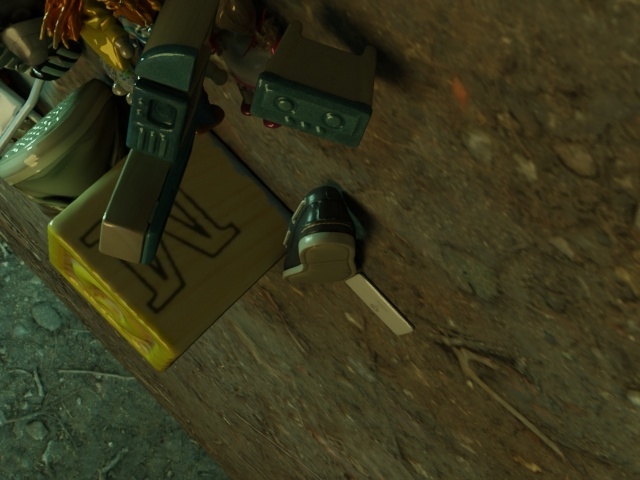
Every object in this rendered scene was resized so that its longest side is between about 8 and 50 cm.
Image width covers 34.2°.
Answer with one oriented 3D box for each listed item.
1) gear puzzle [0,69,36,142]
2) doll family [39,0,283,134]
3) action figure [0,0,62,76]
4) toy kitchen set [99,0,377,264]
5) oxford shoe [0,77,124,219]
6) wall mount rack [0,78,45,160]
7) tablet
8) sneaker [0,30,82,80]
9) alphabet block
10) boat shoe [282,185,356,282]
[{"bbox_3d":[-0.499,-0.222,1.626,0.175,0.044,0.339,11,146,43],"label":"gear puzzle"},{"bbox_3d":[-0.146,-0.170,0.871,0.263,0.118,0.163,31,159,31],"label":"doll family"},{"bbox_3d":[-0.325,-0.268,0.990,0.285,0.185,0.099,57,142,14],"label":"action figure"},{"bbox_3d":[-0.066,-0.063,0.787,0.166,0.122,0.207,18,149,-4],"label":"toy kitchen set"},{"bbox_3d":[-0.300,-0.094,1.289,0.130,0.169,0.449,51,168,-7],"label":"oxford shoe"},{"bbox_3d":[-0.510,-0.223,1.450,0.350,0.130,0.304,38,119,-11],"label":"wall mount rack"},{"bbox_3d":[0.062,0.069,1.107,0.083,0.006,0.054,47,161,-3],"label":"tablet"},{"bbox_3d":[-0.369,-0.255,1.140,0.132,0.086,0.228,51,-171,17],"label":"sneaker"},{"bbox_3d":[-0.165,0.007,1.157,0.193,0.197,0.192,45,161,1],"label":"alphabet block"},{"bbox_3d":[0.000,0.000,1.046,0.206,0.075,0.065,111,156,-75],"label":"boat shoe"}]
